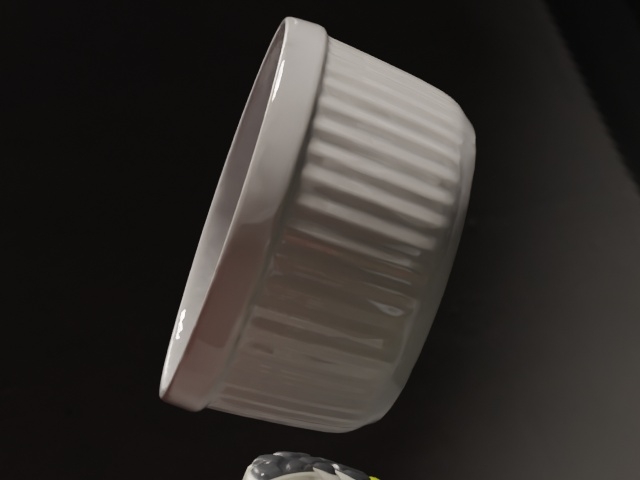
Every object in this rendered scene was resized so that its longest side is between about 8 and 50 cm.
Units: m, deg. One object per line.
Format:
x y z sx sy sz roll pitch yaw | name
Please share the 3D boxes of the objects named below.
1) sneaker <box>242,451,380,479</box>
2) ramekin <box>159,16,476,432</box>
0.046 0.166 0.726 0.275 0.107 0.110 25 91 -42 | sneaker
0.000 0.000 0.891 0.109 0.207 0.207 19 54 -7 | ramekin
